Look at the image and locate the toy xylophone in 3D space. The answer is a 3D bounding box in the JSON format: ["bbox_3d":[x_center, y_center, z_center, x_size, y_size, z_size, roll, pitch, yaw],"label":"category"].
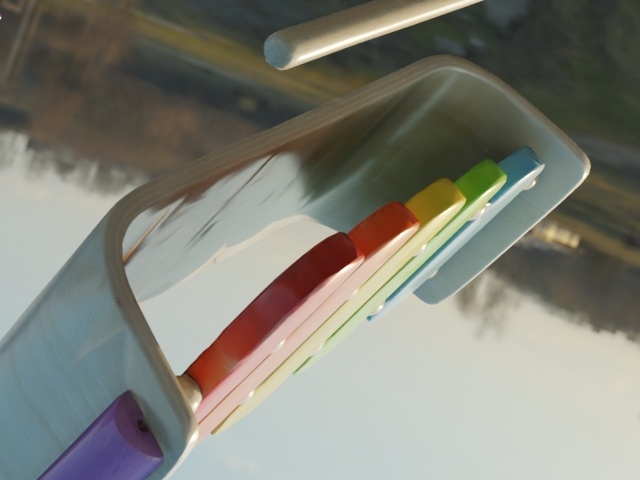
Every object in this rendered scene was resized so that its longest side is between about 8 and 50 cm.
[{"bbox_3d":[0.000,0.000,0.590,0.081,0.236,0.323,50,-135,7],"label":"toy xylophone"}]
